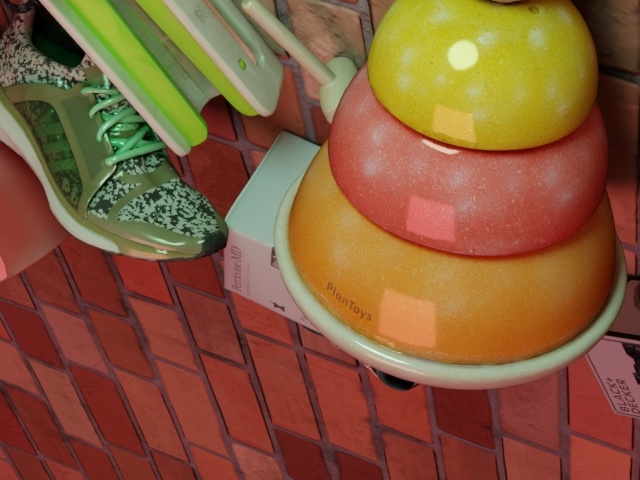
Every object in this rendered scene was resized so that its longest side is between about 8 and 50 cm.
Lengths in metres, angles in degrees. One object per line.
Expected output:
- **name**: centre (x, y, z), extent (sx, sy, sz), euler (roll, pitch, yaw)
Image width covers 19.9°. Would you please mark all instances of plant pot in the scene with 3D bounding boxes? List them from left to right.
- **plant pot**: centre (-0.437, -0.107, 2.272), extent (0.275, 0.275, 0.243), euler (-4, 128, 48)

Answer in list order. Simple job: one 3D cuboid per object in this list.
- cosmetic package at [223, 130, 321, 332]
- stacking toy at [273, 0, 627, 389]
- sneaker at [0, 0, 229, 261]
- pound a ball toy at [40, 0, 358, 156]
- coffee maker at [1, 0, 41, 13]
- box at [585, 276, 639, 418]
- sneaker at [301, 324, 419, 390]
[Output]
- **cosmetic package**: centre (0.000, 0.000, 2.114), extent (0.183, 0.151, 0.151), euler (24, 151, 12)
- **stacking toy**: centre (0.150, -0.130, 1.666), extent (0.350, 0.350, 0.480), euler (23, 135, 14)
- **sneaker**: centre (-0.247, -0.135, 2.038), extent (0.410, 0.158, 0.182), euler (42, 132, 25)
- **pound a ball toy**: centre (-0.119, -0.234, 1.897), extent (0.208, 0.136, 0.319), euler (-23, 126, 27)
- **coffee maker**: centre (-0.404, -0.320, 1.974), extent (0.178, 0.120, 0.171), euler (11, 124, 53)
- **box**: centre (0.438, 0.134, 1.985), extent (0.290, 0.087, 0.169), euler (9, 146, 35)
- **sneaker**: centre (0.074, 0.117, 2.275), extent (0.302, 0.121, 0.108), euler (4, 143, 41)
